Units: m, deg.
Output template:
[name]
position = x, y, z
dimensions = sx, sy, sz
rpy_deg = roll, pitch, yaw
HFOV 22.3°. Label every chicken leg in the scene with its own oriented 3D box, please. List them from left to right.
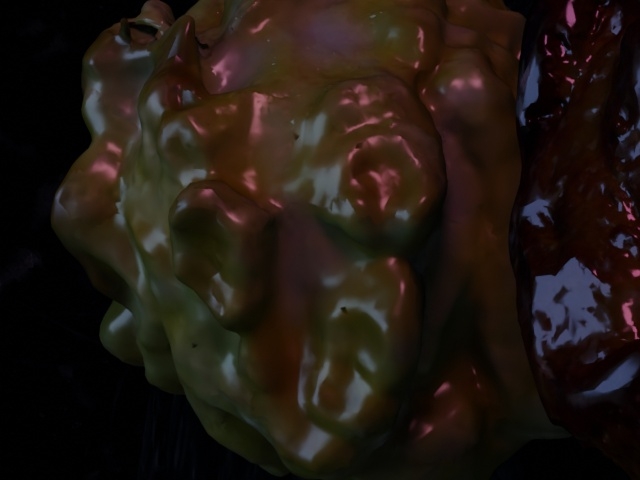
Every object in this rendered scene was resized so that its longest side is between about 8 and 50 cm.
[chicken leg]
position = 0.154, 0.022, 0.654
dimensions = 0.158, 0.096, 0.407
rpy_deg = -43, 40, 43

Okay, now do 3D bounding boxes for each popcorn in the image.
[popcorn]
position = 0.013, -0.002, 0.894
dimensions = 0.312, 0.312, 0.312
rpy_deg = -175, 90, -79
